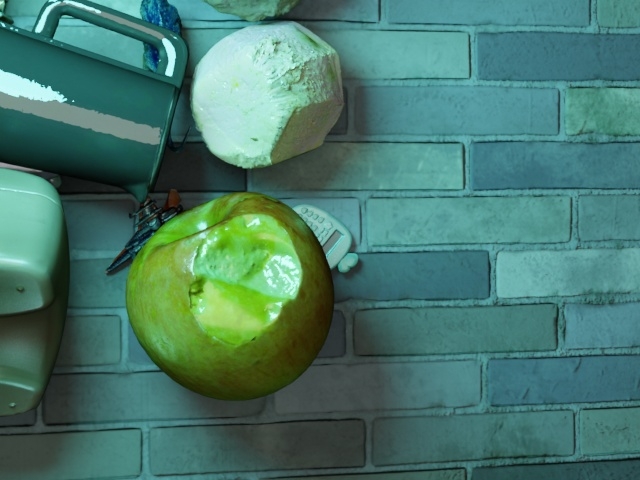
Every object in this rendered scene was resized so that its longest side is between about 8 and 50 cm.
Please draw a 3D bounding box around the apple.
[{"bbox_3d":[-0.138,0.093,1.689,0.339,0.339,0.340,0,92,-9],"label":"apple"}]

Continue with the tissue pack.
[{"bbox_3d":[-0.525,0.069,1.621,0.267,0.277,0.387,5,132,-13],"label":"tissue pack"}]

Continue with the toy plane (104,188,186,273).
[{"bbox_3d":[-0.296,-0.002,1.803,0.189,0.061,0.130,-44,128,-2],"label":"toy plane"}]

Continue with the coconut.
[{"bbox_3d":[-0.076,-0.248,1.749,0.233,0.245,0.233,11,114,26],"label":"coconut"}]

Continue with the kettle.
[{"bbox_3d":[-0.382,-0.220,1.643,0.308,0.203,0.262,14,55,-9],"label":"kettle"}]

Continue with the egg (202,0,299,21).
[{"bbox_3d":[-0.120,-0.494,1.690,0.279,0.310,0.279,-6,76,26],"label":"egg"}]

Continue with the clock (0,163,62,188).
[{"bbox_3d":[-0.483,-0.194,1.755,0.247,0.090,0.228,-19,94,-6],"label":"clock"}]

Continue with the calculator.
[{"bbox_3d":[0.000,0.000,1.869,0.153,0.021,0.095,39,86,-8],"label":"calculator"}]

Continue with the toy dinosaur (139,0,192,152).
[{"bbox_3d":[-0.266,-0.332,1.760,0.076,0.147,0.363,-5,101,-8],"label":"toy dinosaur"}]

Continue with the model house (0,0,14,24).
[{"bbox_3d":[-0.678,-0.379,1.647,0.357,0.242,0.313,19,92,-11],"label":"model house"}]
